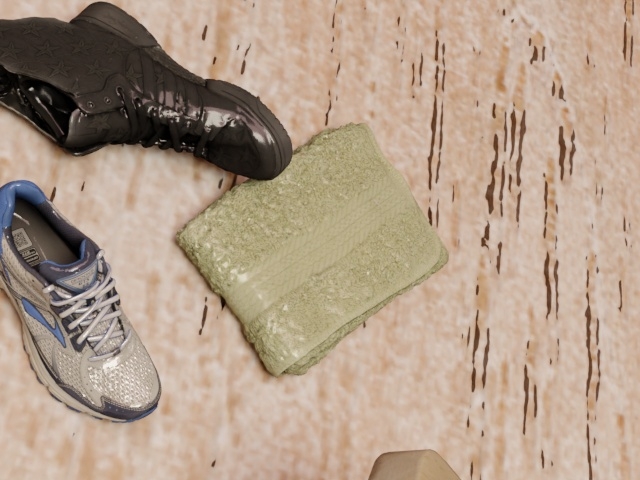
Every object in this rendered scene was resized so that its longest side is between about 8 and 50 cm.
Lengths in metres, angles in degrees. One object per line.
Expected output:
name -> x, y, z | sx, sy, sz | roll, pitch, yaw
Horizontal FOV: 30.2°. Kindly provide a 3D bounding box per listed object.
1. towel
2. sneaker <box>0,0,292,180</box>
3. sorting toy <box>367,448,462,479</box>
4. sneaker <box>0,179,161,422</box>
towel -> 0.000, 0.000, 0.665 | 0.148, 0.027, 0.110 | -34, 86, -35
sneaker -> -0.104, -0.068, 0.621 | 0.170, 0.051, 0.089 | 36, 49, 5
sorting toy -> 0.034, 0.260, 0.476 | 0.257, 0.089, 0.255 | 52, 44, -35
sneaker -> -0.121, 0.029, 0.569 | 0.052, 0.058, 0.135 | -37, 89, -35
